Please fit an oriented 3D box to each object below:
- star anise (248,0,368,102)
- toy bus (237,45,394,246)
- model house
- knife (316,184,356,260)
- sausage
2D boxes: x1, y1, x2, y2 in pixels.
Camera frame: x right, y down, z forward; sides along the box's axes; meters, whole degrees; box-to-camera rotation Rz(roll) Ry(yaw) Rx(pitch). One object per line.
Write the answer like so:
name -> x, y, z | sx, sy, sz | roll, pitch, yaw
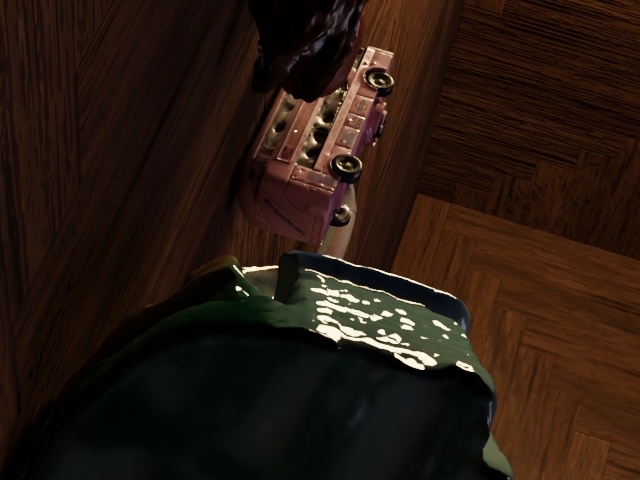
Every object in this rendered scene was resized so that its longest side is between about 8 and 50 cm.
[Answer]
star anise -> 0.018, -0.222, 1.097 | 0.288, 0.088, 0.288 | 15, 90, -86
toy bus -> 0.000, -0.083, 1.323 | 0.203, 0.090, 0.063 | -66, 172, -46
model house -> -0.035, 0.130, 0.995 | 0.329, 0.251, 0.295 | -80, -176, -73
knife -> 0.002, 0.001, 1.828 | 0.123, 0.053, 0.278 | 79, 27, -67
sausage -> 0.000, -0.151, 1.273 | 0.054, 0.059, 0.094 | -22, 136, -58
